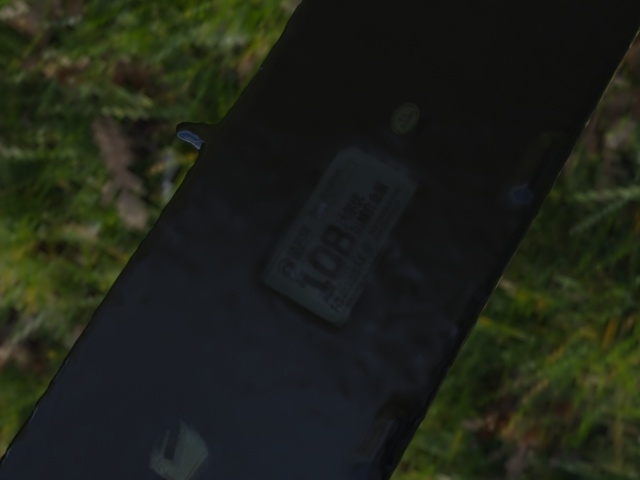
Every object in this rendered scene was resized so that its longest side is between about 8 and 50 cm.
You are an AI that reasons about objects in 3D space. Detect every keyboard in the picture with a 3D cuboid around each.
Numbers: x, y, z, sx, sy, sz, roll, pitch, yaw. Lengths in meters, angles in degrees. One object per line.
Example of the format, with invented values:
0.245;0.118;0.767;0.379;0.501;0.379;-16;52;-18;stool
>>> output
0.000;0.000;0.561;0.106;0.317;0.027;30;159;5;keyboard
